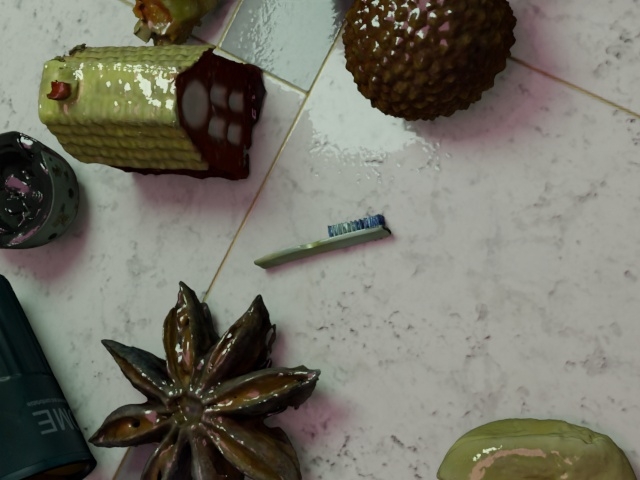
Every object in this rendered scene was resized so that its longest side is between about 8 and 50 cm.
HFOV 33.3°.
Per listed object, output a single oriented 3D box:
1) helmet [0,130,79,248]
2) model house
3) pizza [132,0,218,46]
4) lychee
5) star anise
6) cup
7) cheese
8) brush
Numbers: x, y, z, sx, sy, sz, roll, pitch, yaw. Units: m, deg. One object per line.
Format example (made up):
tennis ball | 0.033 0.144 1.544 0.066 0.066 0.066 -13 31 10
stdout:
helmet | -0.393 -0.062 1.450 0.177 0.107 0.153 30 100 38
model house | -0.209 -0.162 1.311 0.196 0.254 0.160 5 91 21
pizza | -0.174 -0.435 1.335 0.440 0.130 0.405 -10 110 -17
lychee | 0.131 -0.246 1.228 0.238 0.200 0.200 -47 73 20
star anise | -0.144 0.213 1.335 0.332 0.117 0.331 -5 75 20
cup | -0.472 0.210 1.354 0.242 0.308 0.292 -34 73 21
cheese | 0.240 0.309 1.191 0.226 0.117 0.213 2 93 15
brush | 0.000 0.001 1.340 0.179 0.033 0.030 -15 75 18
